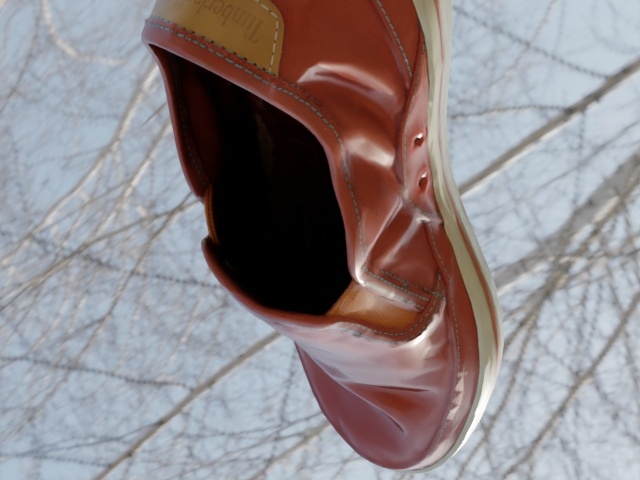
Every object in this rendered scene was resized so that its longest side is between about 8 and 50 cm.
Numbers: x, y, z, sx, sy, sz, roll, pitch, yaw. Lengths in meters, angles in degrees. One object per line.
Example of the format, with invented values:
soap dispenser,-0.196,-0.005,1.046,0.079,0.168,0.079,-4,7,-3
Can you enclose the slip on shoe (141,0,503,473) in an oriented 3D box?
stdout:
slip on shoe,0.000,0.000,0.598,0.123,0.331,0.101,28,-119,28
